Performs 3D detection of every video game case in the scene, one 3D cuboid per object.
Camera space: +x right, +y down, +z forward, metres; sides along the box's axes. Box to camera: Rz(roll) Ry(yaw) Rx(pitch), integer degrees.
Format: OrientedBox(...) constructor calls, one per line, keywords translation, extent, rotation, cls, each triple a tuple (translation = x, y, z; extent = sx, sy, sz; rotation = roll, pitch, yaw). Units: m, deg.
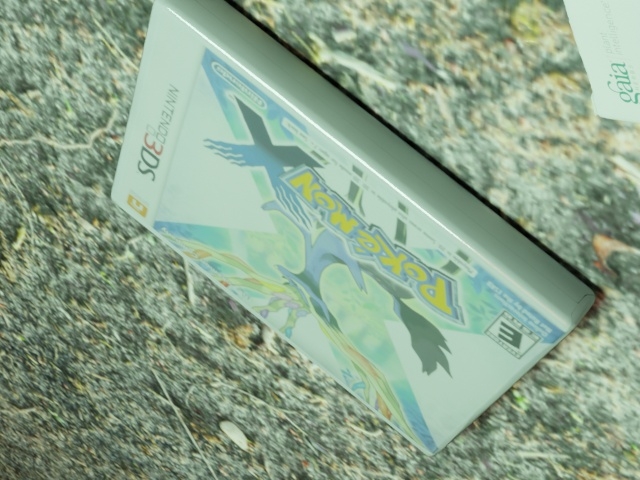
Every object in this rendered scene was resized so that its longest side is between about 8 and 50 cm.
OrientedBox(translation=(0.000, 0.000, 1.031), extent=(0.329, 0.036, 0.300), rotation=(38, 154, 5), cls="video game case")

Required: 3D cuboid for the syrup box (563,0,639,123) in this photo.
OrientedBox(translation=(0.211, -0.091, 0.547), extent=(0.237, 0.096, 0.093), rotation=(16, 142, 41), cls="syrup box")
